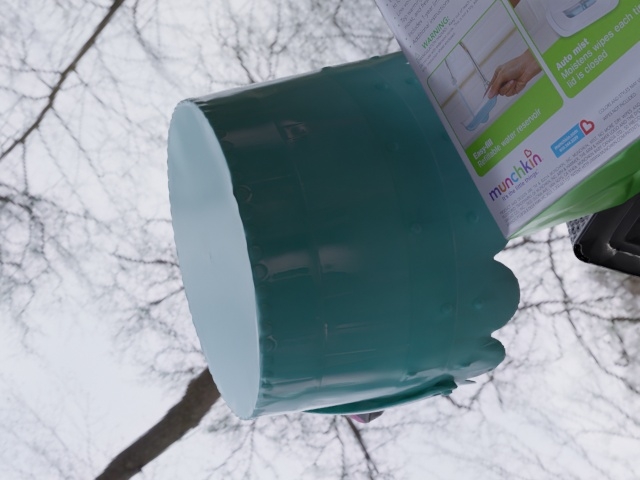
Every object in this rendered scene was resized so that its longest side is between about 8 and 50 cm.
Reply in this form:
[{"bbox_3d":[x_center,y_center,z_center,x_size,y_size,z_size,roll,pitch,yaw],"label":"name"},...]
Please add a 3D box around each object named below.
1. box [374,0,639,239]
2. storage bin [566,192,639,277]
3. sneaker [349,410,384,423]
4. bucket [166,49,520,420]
[{"bbox_3d":[0.160,-0.167,0.480,0.127,0.262,0.231,-14,-110,-35],"label":"box"},{"bbox_3d":[0.346,-0.029,0.870,0.180,0.122,0.084,15,-140,-10],"label":"storage bin"},{"bbox_3d":[0.036,0.135,1.089,0.077,0.072,0.178,-20,-111,-29],"label":"sneaker"},{"bbox_3d":[0.000,0.000,0.672,0.183,0.281,0.281,-11,-120,-19],"label":"bucket"}]
